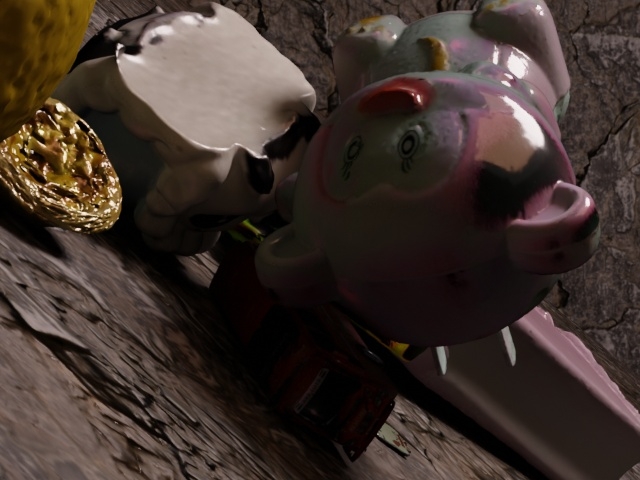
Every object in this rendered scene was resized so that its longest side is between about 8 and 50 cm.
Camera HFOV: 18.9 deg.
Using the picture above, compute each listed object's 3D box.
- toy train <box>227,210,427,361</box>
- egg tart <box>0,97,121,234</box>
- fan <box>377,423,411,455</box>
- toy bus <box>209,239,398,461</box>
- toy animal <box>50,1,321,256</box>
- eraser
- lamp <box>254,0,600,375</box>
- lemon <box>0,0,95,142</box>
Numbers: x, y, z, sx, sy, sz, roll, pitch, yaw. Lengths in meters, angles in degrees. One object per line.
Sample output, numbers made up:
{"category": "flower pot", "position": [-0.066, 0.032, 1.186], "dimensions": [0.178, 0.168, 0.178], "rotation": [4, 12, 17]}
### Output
{"category": "toy train", "position": [0.000, 0.000, 1.697], "dimensions": [0.160, 0.100, 0.296], "rotation": [40, -3, -31]}
{"category": "egg tart", "position": [-0.195, -0.049, 1.300], "dimensions": [0.128, 0.049, 0.129], "rotation": [34, 30, -23]}
{"category": "fan", "position": [0.040, 0.145, 1.545], "dimensions": [0.083, 0.004, 0.056], "rotation": [38, 8, -15]}
{"category": "toy bus", "position": [-0.015, 0.077, 1.451], "dimensions": [0.096, 0.073, 0.235], "rotation": [27, 12, -24]}
{"category": "toy animal", "position": [-0.115, -0.083, 1.513], "dimensions": [0.204, 0.156, 0.208], "rotation": [43, 33, 4]}
{"category": "eraser", "position": [0.155, 0.090, 1.921], "dimensions": [0.359, 0.122, 0.272], "rotation": [39, 11, -40]}
{"category": "lamp", "position": [0.093, -0.034, 1.431], "dimensions": [0.301, 0.247, 0.247], "rotation": [-74, 154, -57]}
{"category": "lemon", "position": [-0.240, -0.153, 0.978], "dimensions": [0.258, 0.258, 0.310], "rotation": [40, 5, -7]}
